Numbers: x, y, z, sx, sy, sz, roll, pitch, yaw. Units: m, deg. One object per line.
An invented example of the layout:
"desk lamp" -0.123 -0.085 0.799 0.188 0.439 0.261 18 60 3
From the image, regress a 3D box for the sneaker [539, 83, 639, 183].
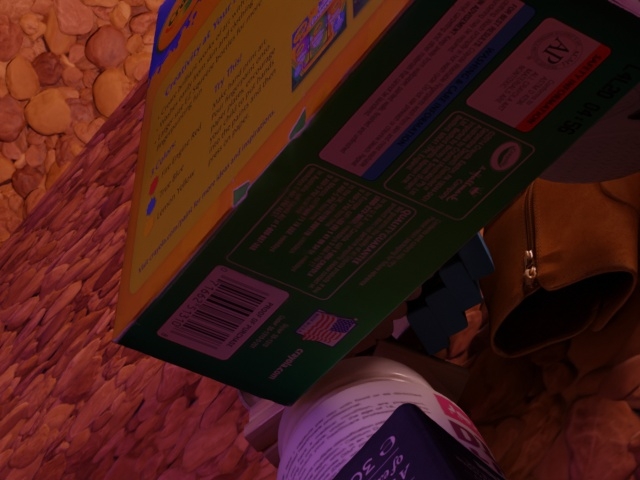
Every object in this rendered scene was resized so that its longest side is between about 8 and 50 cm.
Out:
"sneaker" 0.229 -0.202 1.071 0.366 0.137 0.210 123 146 -62

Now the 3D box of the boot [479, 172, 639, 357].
"boot" 0.245 -0.040 1.240 0.295 0.104 0.211 -43 25 26

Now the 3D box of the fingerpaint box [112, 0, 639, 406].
"fingerpaint box" 0.036 -0.155 1.094 0.445 0.163 0.371 -46 31 40

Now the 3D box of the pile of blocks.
"pile of blocks" 0.062 0.054 1.286 0.112 0.149 0.362 -90 25 -69

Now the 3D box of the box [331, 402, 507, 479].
"box" 0.061 0.314 0.738 0.293 0.212 0.395 -48 20 6

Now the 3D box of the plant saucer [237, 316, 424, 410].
"plant saucer" 0.045 0.060 1.495 0.310 0.050 0.310 -39 22 19

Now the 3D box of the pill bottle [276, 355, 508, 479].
"pill bottle" 0.055 0.195 1.063 0.160 0.160 0.283 -44 21 6
